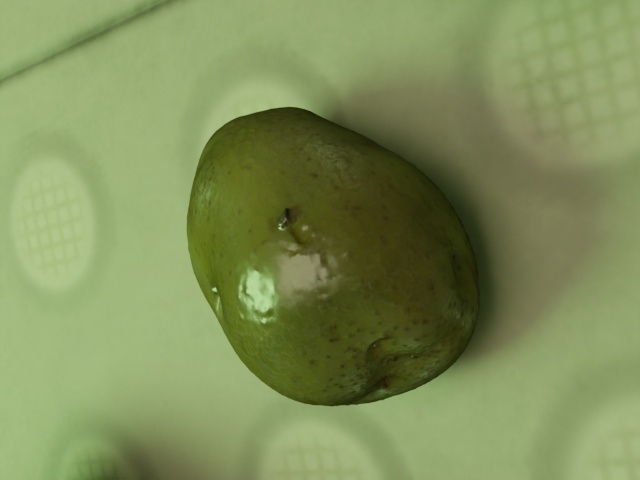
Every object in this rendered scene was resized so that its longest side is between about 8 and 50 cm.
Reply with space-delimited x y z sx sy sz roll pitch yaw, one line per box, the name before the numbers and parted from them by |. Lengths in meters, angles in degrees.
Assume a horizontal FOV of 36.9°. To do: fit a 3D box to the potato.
potato | 0.000 0.000 0.569 0.157 0.157 0.194 -48 53 30
